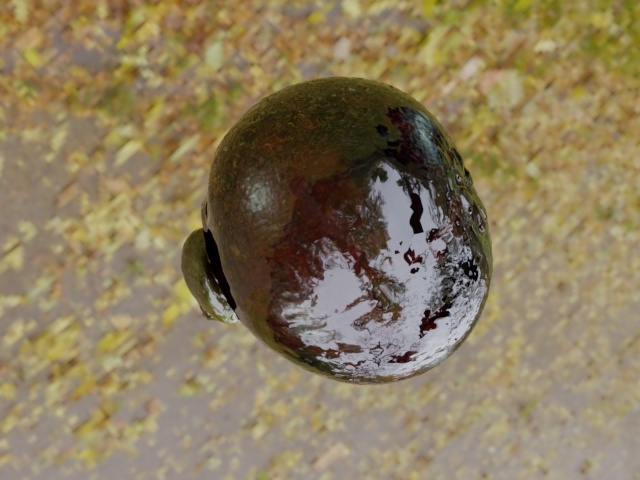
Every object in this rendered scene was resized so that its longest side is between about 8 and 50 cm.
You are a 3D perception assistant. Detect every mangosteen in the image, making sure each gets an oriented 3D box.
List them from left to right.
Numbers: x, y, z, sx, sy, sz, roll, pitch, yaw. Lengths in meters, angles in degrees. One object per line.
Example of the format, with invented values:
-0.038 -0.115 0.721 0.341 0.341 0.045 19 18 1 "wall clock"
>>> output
0.005 -0.005 1.036 0.216 0.216 0.216 -34 155 -19 "mangosteen"
